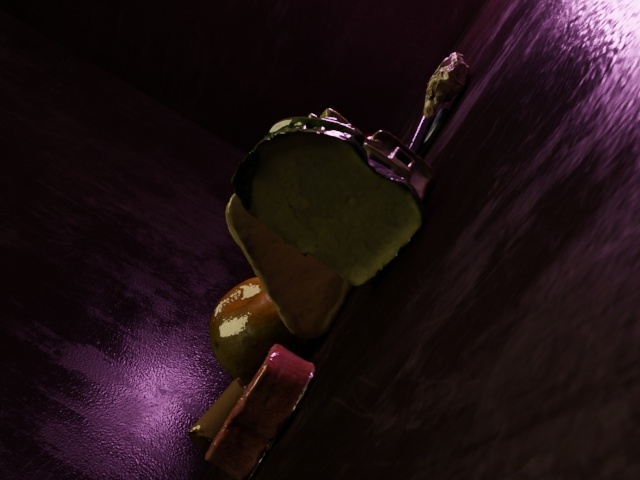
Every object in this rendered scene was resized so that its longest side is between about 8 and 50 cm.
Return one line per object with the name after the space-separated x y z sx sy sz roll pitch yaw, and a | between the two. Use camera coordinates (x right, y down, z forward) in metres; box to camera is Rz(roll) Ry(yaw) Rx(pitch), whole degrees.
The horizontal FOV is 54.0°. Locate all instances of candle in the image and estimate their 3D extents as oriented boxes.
-0.122 0.330 1.337 0.316 0.131 0.287 -57 0 31 | candle

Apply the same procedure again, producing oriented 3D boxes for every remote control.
0.257 -0.286 1.625 0.063 0.025 0.245 -54 8 52 | remote control

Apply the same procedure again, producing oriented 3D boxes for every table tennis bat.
0.274 -0.272 1.669 0.149 0.038 0.237 -60 4 -12 | table tennis bat

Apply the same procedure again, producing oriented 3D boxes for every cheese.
0.001 0.001 1.481 0.383 0.384 0.104 -60 7 -12 | cheese

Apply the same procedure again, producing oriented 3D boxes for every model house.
0.052 -0.124 1.139 0.261 0.321 0.266 -50 6 40 | model house

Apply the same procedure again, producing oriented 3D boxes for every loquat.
-0.142 0.237 1.610 0.276 0.276 0.284 -59 24 17 | loquat

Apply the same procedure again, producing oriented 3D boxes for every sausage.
-0.228 0.457 1.646 0.253 0.123 0.123 -45 -10 -49 | sausage

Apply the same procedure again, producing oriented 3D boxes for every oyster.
0.322 -0.380 1.569 0.191 0.081 0.163 -54 -23 4 | oyster

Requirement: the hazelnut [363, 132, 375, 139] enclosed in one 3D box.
0.122 -0.167 1.648 0.229 0.230 0.229 -60 1 2 | hazelnut
